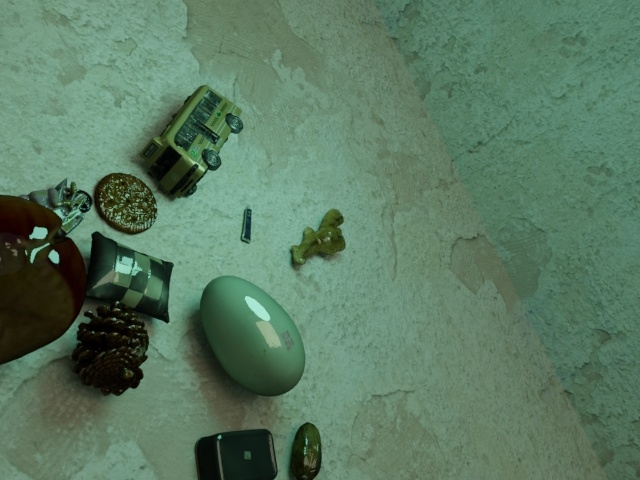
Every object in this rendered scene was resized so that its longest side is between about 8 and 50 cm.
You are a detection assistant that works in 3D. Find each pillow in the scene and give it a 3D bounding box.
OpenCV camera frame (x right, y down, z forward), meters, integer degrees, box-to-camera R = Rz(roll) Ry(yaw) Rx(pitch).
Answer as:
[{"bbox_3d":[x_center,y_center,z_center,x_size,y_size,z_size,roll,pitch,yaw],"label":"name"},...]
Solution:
[{"bbox_3d":[-0.488,0.099,1.635,0.249,0.106,0.186,28,48,-38],"label":"pillow"}]

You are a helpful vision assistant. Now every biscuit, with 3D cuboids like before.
[{"bbox_3d":[-0.538,-0.106,1.775,0.187,0.027,0.188,27,48,-34],"label":"biscuit"}]

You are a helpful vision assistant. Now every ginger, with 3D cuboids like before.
[{"bbox_3d":[0.000,0.000,2.234,0.333,0.081,0.148,-34,92,-45],"label":"ginger"}]

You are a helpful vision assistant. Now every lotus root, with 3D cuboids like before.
[{"bbox_3d":[-0.039,0.605,1.801,0.089,0.080,0.179,23,45,-18],"label":"lotus root"}]

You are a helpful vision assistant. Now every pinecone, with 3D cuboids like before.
[{"bbox_3d":[-0.487,0.242,1.491,0.168,0.186,0.212,9,37,-16],"label":"pinecone"}]

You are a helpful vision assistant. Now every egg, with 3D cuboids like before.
[{"bbox_3d":[-0.191,0.260,1.748,0.371,0.230,0.230,53,39,1],"label":"egg"}]

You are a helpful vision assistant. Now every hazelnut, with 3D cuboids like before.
[{"bbox_3d":[-0.682,0.065,1.275,0.409,0.359,0.360,-4,69,-56],"label":"hazelnut"}]

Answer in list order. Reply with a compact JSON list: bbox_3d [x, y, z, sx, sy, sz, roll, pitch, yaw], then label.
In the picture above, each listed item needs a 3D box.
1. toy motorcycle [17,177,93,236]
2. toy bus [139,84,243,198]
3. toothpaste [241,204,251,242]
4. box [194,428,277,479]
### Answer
[{"bbox_3d":[-0.673,-0.074,1.577,0.152,0.073,0.225,40,43,-18],"label":"toy motorcycle"},{"bbox_3d":[-0.389,-0.307,1.952,0.201,0.177,0.366,39,40,-18],"label":"toy bus"},{"bbox_3d":[-0.237,-0.057,2.066,0.037,0.021,0.140,25,51,-35],"label":"toothpaste"},{"bbox_3d":[-0.211,0.565,1.639,0.200,0.090,0.145,12,58,-43],"label":"box"}]
